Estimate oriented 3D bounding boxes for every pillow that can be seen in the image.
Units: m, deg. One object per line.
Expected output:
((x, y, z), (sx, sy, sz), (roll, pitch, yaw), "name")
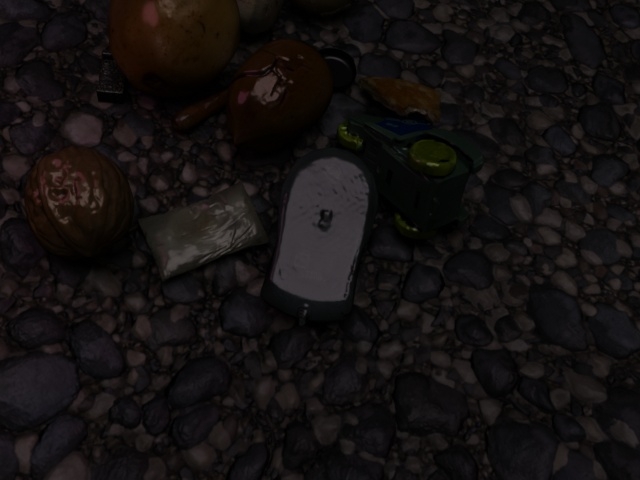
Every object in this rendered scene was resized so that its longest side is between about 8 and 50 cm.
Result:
((-0.229, -0.020, 1.444), (0.229, 0.050, 0.148), (-22, 63, -17), "pillow")

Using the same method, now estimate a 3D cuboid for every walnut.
((-0.442, -0.062, 1.356), (0.213, 0.213, 0.213), (4, 61, -7), "walnut")
((-0.094, -0.299, 1.538), (0.203, 0.203, 0.298), (30, 58, 7), "walnut")

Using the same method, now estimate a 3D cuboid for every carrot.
((-0.241, -0.293, 1.595), (0.191, 0.047, 0.047), (-39, 74, -26), "carrot")

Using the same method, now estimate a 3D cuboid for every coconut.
((-0.179, -0.567, 1.686), (0.182, 0.171, 0.171), (27, 60, 2), "coconut")

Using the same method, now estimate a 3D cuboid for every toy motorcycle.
((0.189, -0.173, 1.540), (0.199, 0.191, 0.326), (-19, 48, -27), "toy motorcycle")

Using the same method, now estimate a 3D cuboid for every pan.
((-0.020, -0.395, 1.689), (0.212, 0.040, 0.115), (3, 62, -16), "pan")

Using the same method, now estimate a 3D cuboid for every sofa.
((-0.449, -0.355, 1.596), (0.060, 0.039, 0.118), (3, 61, -7), "sofa")

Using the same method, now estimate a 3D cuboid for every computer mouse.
((0.000, 0.000, 1.432), (0.188, 0.122, 0.371), (13, 67, 1), "computer mouse")

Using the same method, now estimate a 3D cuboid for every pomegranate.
((-0.308, -0.439, 1.532), (0.307, 0.307, 0.307), (4, 61, -7), "pomegranate")

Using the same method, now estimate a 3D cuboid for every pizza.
((0.197, -0.306, 1.624), (0.181, 0.034, 0.262), (0, 31, -19), "pizza")

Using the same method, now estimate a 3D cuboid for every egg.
((0.007, -0.620, 1.753), (0.201, 0.164, 0.164), (-19, 66, -21), "egg")
